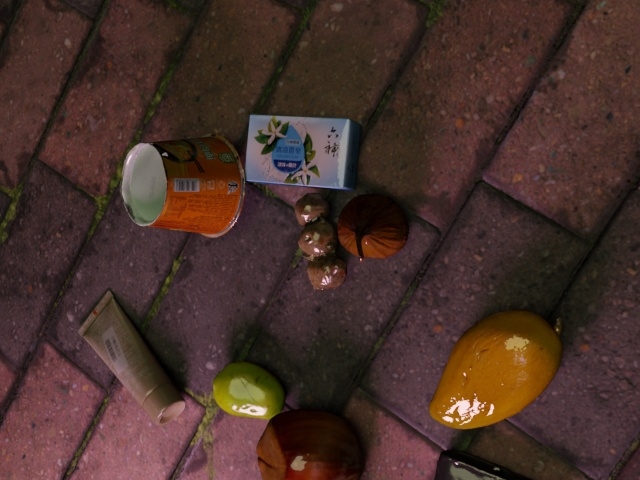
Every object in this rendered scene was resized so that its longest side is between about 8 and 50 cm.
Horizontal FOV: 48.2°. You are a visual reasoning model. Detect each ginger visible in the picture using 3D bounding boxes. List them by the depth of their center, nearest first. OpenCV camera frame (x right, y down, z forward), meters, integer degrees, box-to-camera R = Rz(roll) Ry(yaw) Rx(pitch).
[{"bbox_3d":[0.000,0.000,1.489,0.104,0.080,0.204,-24,79,53],"label":"ginger"}]

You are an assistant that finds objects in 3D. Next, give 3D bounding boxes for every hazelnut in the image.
[{"bbox_3d":[-0.020,0.452,1.467,0.181,0.180,0.212,3,90,50],"label":"hazelnut"}]

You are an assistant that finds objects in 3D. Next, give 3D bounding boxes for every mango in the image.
[{"bbox_3d":[0.328,0.245,1.347,0.176,0.119,0.317,43,110,8],"label":"mango"},{"bbox_3d":[-0.154,0.324,1.557,0.163,0.089,0.117,4,84,9],"label":"mango"}]

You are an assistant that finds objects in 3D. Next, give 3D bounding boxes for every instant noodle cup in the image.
[{"bbox_3d":[-0.301,-0.116,1.521,0.230,0.182,0.230,4,97,43],"label":"instant noodle cup"}]

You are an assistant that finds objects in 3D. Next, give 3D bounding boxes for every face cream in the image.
[{"bbox_3d":[-0.445,0.280,1.676,0.341,0.084,0.137,44,103,24],"label":"face cream"}]

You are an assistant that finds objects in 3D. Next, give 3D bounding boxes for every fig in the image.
[{"bbox_3d":[0.083,-0.020,1.401,0.146,0.201,0.134,-8,97,27],"label":"fig"}]

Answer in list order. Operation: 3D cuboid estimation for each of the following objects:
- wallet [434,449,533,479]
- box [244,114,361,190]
[{"bbox_3d":[0.291,0.635,1.394,0.228,0.062,0.406,17,97,20],"label":"wallet"},{"bbox_3d":[-0.038,-0.185,1.507,0.232,0.083,0.143,7,92,22],"label":"box"}]
